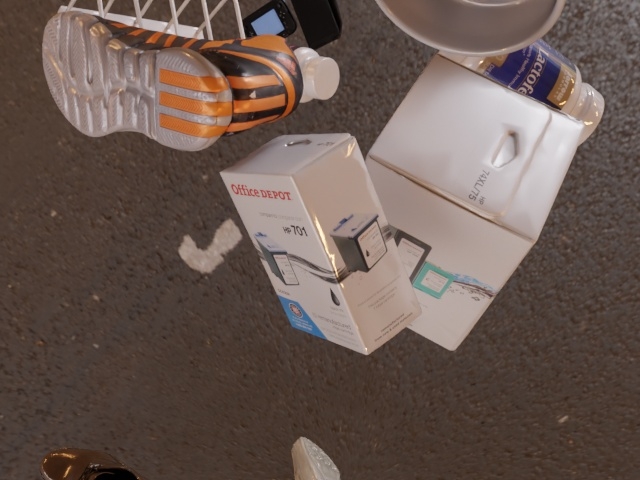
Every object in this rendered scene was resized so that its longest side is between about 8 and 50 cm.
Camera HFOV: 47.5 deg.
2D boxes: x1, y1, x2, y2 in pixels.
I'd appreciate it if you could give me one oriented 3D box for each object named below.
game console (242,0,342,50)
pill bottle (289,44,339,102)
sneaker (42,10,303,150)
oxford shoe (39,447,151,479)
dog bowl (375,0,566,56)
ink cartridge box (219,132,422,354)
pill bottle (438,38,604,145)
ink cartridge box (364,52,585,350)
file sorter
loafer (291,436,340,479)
[{"bbox_3d":[-0.087,-0.601,1.983,0.044,0.361,0.213,-29,101,-39],"label":"game console"},{"bbox_3d":[-0.062,-0.332,1.445,0.194,0.108,0.108,18,70,35],"label":"pill bottle"},{"bbox_3d":[-0.152,-0.171,0.783,0.321,0.124,0.180,26,30,34],"label":"sneaker"},{"bbox_3d":[-0.329,0.351,1.078,0.227,0.096,0.082,10,61,20],"label":"oxford shoe"},{"bbox_3d":[0.195,-0.369,0.941,0.265,0.265,0.104,20,66,9],"label":"dog bowl"},{"bbox_3d":[0.000,0.000,0.707,0.082,0.140,0.190,-35,114,-26],"label":"ink cartridge box"},{"bbox_3d":[0.335,-0.262,1.219,0.265,0.153,0.153,28,71,-20],"label":"pill bottle"},{"bbox_3d":[0.154,-0.039,0.890,0.197,0.270,0.198,28,57,8],"label":"ink cartridge box"},{"bbox_3d":[-0.292,-0.346,1.291,0.278,0.173,0.192,-2,74,-36],"label":"file sorter"},{"bbox_3d":[-0.012,0.521,1.487,0.112,0.319,0.111,41,95,-22],"label":"loafer"}]
